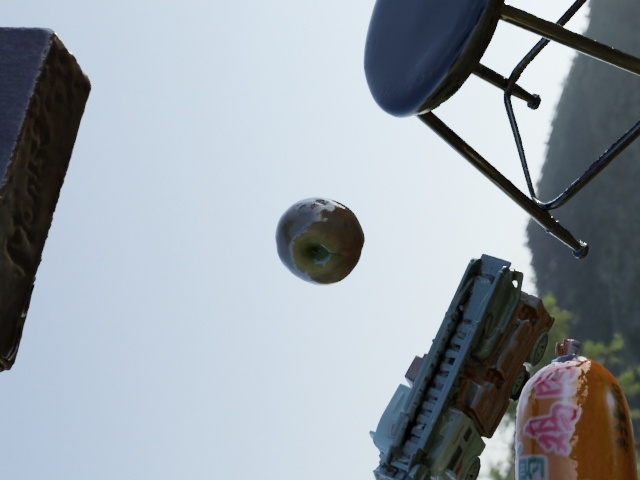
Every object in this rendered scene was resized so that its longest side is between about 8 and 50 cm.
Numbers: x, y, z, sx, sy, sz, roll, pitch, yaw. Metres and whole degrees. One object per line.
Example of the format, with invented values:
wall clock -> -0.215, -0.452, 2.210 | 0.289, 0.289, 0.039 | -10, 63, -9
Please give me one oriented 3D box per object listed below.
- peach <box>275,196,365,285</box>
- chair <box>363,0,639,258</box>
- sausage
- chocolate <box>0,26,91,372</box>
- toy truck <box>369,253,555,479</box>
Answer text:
peach -> 0.000, -0.001, 0.906 | 0.083, 0.083, 0.083 | -49, -29, -39
chair -> 0.306, -0.262, 1.487 | 0.362, 0.410, 0.364 | -48, 36, 40
sausage -> 0.184, 0.211, 0.726 | 0.093, 0.093, 0.312 | 73, -160, -57
chocolate -> -0.286, -0.045, 0.865 | 0.112, 0.112, 0.321 | 58, -147, -54
toy truck -> 0.173, 0.193, 1.345 | 0.338, 0.133, 0.184 | -58, -30, -16
